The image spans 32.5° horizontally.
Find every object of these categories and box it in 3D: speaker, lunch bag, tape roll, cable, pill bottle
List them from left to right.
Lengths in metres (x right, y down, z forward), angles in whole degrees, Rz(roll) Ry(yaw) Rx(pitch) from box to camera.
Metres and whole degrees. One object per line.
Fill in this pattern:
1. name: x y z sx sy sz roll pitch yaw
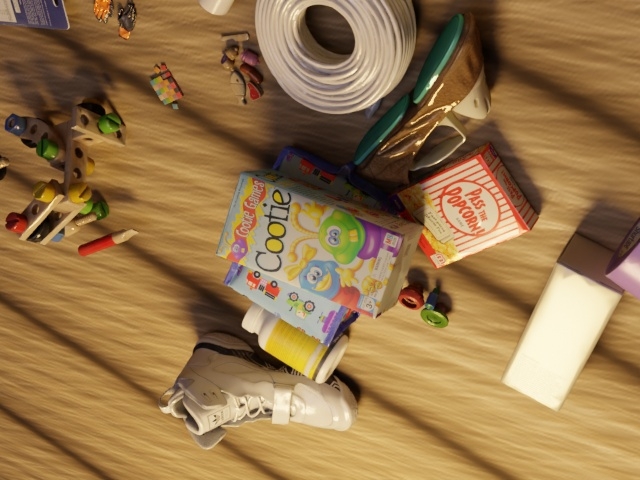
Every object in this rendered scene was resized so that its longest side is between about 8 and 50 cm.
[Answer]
1. speaker: -0.141 -0.415 1.702 0.055 0.055 0.136 40 133 2
2. pill bottle: -0.048 0.175 2.018 0.184 0.103 0.103 31 132 10
3. lunch bag: -0.005 -0.009 1.862 0.221 0.138 0.293 30 121 14
4. cable: 0.017 -0.317 1.645 0.257 0.089 0.257 40 133 2
5. tape roll: 0.478 -0.004 1.501 0.080 0.189 0.189 36 133 7

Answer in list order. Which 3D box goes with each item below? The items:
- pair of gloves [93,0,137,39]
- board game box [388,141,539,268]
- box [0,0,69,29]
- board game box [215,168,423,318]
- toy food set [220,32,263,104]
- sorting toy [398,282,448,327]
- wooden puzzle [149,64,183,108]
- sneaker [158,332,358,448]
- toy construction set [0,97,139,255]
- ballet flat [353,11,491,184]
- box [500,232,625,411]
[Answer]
1. pair of gloves: -0.353 -0.390 1.884 0.083 0.010 0.074 34 132 7
2. board game box: 0.223 -0.052 1.728 0.193 0.045 0.146 -26 105 41
3. box: -0.536 -0.447 1.943 0.225 0.036 0.136 11 126 28
4. board game box: 0.000 0.000 1.733 0.275 0.144 0.142 22 101 15
5. toy food set: -0.128 -0.279 1.811 0.078 0.019 0.122 -1 120 33
6. sorting toy: 0.183 0.104 1.872 0.102 0.042 0.061 34 149 -8
7. wooden puzzle: -0.269 -0.266 1.919 0.049 0.006 0.083 -17 110 39
8. sneaker: -0.124 0.316 2.090 0.366 0.210 0.137 19 129 20
9. toy construction set: -0.437 -0.113 2.014 0.237 0.257 0.309 -18 131 26
10. ballet flat: 0.174 -0.194 1.630 0.124 0.116 0.342 25 135 -12
11. box: 0.384 0.132 1.720 0.113 0.094 0.275 28 131 13
